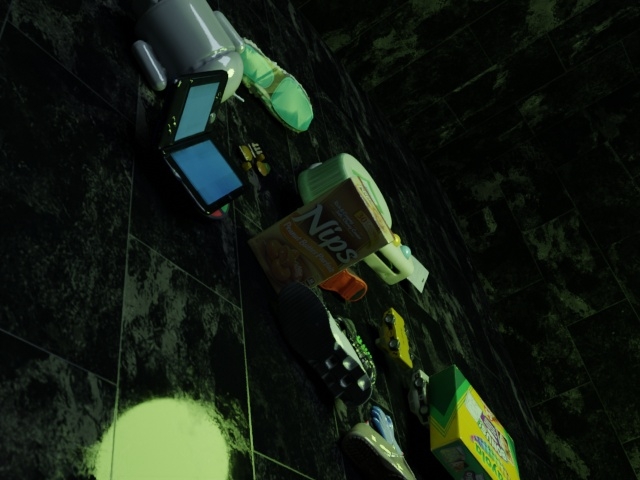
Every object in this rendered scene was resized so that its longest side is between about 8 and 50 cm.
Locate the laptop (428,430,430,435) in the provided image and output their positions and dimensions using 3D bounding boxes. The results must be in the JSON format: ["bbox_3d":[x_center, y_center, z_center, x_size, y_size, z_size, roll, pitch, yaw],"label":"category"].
[{"bbox_3d":[0.413,0.616,2.251,0.234,0.137,0.264,-98,176,-46],"label":"laptop"}]

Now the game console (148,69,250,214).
[{"bbox_3d":[-0.237,-0.230,1.543,0.173,0.250,0.293,25,21,5],"label":"game console"}]

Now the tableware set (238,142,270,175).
[{"bbox_3d":[-0.192,-0.227,1.976,0.104,0.024,0.154,62,19,-3],"label":"tableware set"}]

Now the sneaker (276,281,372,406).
[{"bbox_3d":[0.003,0.247,1.672,0.330,0.123,0.146,58,2,0],"label":"sneaker"}]

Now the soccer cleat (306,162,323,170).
[{"bbox_3d":[0.044,-0.102,2.265,0.143,0.116,0.331,-27,84,-54],"label":"soccer cleat"}]

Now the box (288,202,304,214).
[{"bbox_3d":[0.000,-0.036,2.080,0.147,0.078,0.180,64,20,12],"label":"box"}]

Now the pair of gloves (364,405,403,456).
[{"bbox_3d":[0.165,0.517,1.783,0.159,0.023,0.198,60,21,2],"label":"pair of gloves"}]

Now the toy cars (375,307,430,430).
[{"bbox_3d":[0.260,0.403,2.088,0.393,0.087,0.176,65,21,6],"label":"toy cars"}]

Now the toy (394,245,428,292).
[{"bbox_3d":[0.312,0.091,2.669,0.237,0.056,0.137,47,39,-13],"label":"toy"}]

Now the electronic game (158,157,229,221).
[{"bbox_3d":[-0.290,-0.146,1.587,0.229,0.048,0.229,49,22,-28],"label":"electronic game"}]

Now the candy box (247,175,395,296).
[{"bbox_3d":[0.000,0.000,1.681,0.182,0.317,0.087,60,20,2],"label":"candy box"}]

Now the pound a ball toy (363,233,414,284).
[{"bbox_3d":[0.205,-0.019,2.463,0.319,0.136,0.208,44,25,-37],"label":"pound a ball toy"}]

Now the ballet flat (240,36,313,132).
[{"bbox_3d":[-0.176,-0.529,2.293,0.409,0.147,0.147,44,25,-38],"label":"ballet flat"}]

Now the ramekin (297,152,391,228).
[{"bbox_3d":[0.081,-0.112,2.045,0.303,0.148,0.303,48,22,-27],"label":"ramekin"}]

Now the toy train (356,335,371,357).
[{"bbox_3d":[0.120,0.311,1.972,0.083,0.017,0.024,59,30,-2],"label":"toy train"}]

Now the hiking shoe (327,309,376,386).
[{"bbox_3d":[0.065,0.288,1.782,0.114,0.086,0.226,37,20,-49],"label":"hiking shoe"}]

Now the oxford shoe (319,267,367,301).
[{"bbox_3d":[0.030,0.088,1.994,0.271,0.097,0.098,44,5,-47],"label":"oxford shoe"}]

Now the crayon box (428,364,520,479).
[{"bbox_3d":[0.454,0.600,2.008,0.363,0.106,0.313,51,22,-19],"label":"crayon box"}]

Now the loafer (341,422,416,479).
[{"bbox_3d":[0.156,0.531,1.625,0.268,0.102,0.092,53,27,-15],"label":"loafer"}]

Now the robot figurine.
[{"bbox_3d":[-0.329,-0.485,1.743,0.300,0.200,0.353,-35,95,-30],"label":"robot figurine"}]
